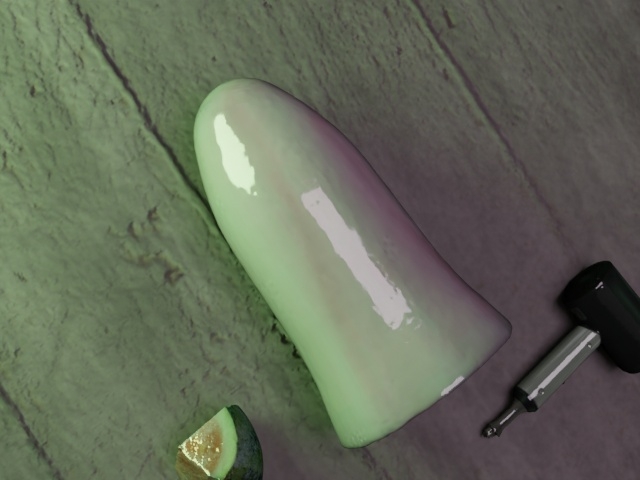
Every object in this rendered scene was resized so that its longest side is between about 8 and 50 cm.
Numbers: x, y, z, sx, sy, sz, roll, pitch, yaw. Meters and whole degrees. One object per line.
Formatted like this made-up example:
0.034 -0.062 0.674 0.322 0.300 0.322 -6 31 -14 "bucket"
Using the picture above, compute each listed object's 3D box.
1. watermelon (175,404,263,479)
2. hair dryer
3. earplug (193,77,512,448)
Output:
-0.081 0.175 1.139 0.072 0.084 0.092 7 44 -1 "watermelon"
0.223 0.117 1.275 0.198 0.057 0.100 -41 101 -11 "hair dryer"
0.000 0.000 1.141 0.172 0.172 0.301 -37 93 -20 "earplug"
